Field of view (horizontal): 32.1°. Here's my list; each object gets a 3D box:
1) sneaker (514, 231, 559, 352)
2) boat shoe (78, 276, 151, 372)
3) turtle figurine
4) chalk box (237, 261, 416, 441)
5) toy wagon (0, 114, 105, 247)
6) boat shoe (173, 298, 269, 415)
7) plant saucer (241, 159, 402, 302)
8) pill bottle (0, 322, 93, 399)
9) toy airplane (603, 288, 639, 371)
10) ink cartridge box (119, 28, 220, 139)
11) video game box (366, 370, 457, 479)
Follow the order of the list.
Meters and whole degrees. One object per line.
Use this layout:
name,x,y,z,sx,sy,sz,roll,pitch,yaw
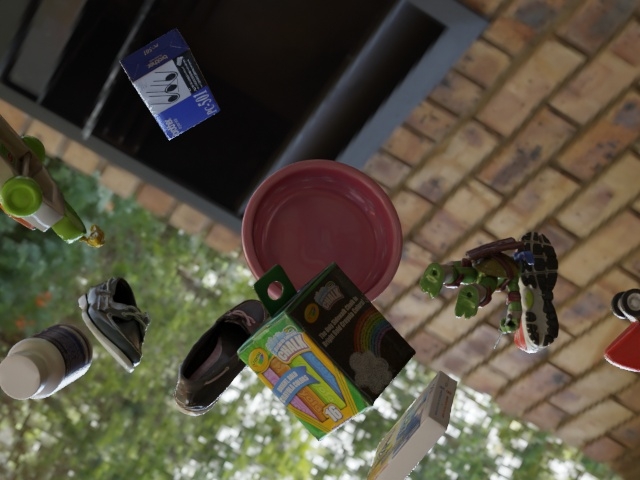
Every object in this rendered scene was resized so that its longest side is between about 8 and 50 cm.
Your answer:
sneaker,0.466,0.117,2.519,0.118,0.107,0.279,138,-41,-65
boat shoe,-0.368,0.142,2.038,0.099,0.116,0.319,-38,-157,-7
turtle figurine,0.313,0.124,2.311,0.275,0.198,0.266,-33,163,32
chalk box,-0.012,0.175,1.986,0.179,0.289,0.180,-42,180,43
toy wagon,-0.440,-0.106,1.590,0.068,0.344,0.267,-37,-158,1
boat shoe,-0.190,0.217,2.278,0.335,0.112,0.095,-54,156,-44
plant saucer,0.000,0.000,2.284,0.332,0.332,0.084,-64,-177,-21
pill bottle,-0.423,0.188,1.706,0.094,0.094,0.169,-57,175,12
toy airplane,0.833,0.174,2.328,0.386,0.272,0.384,-15,170,-42
ink cartridge box,-0.224,-0.233,1.690,0.097,0.046,0.207,-31,160,-3
video game box,0.160,0.349,1.970,0.205,0.048,0.187,-54,179,21
